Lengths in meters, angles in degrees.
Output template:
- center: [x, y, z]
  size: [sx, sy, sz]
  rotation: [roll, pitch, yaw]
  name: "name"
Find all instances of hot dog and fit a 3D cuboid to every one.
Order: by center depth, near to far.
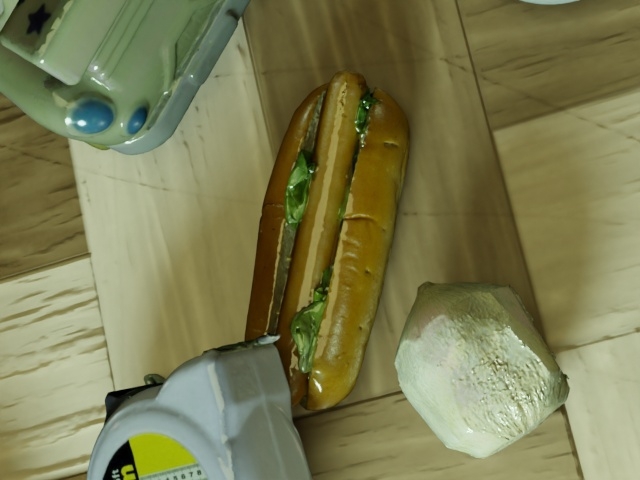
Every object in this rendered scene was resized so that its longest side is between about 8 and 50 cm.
- center: [0.000, 0.000, 0.987]
  size: [0.100, 0.068, 0.249]
  rotation: [9, 84, 18]
  name: "hot dog"

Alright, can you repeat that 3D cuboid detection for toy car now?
- center: [-0.236, -0.231, 1.019]
  size: [0.336, 0.226, 0.242]
  rotation: [30, 91, 19]
  name: "toy car"

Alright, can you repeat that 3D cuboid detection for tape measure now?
- center: [-0.080, 0.176, 0.957]
  size: [0.178, 0.105, 0.196]
  rotation: [-16, 84, 37]
  name: "tape measure"

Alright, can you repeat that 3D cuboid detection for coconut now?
- center: [0.106, 0.078, 0.921]
  size: [0.110, 0.110, 0.124]
  rotation: [-36, 79, 9]
  name: "coconut"

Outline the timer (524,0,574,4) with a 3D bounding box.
- center: [0.193, -0.309, 0.968]
  size: [0.262, 0.087, 0.237]
  rotation: [-29, 73, 11]
  name: "timer"
